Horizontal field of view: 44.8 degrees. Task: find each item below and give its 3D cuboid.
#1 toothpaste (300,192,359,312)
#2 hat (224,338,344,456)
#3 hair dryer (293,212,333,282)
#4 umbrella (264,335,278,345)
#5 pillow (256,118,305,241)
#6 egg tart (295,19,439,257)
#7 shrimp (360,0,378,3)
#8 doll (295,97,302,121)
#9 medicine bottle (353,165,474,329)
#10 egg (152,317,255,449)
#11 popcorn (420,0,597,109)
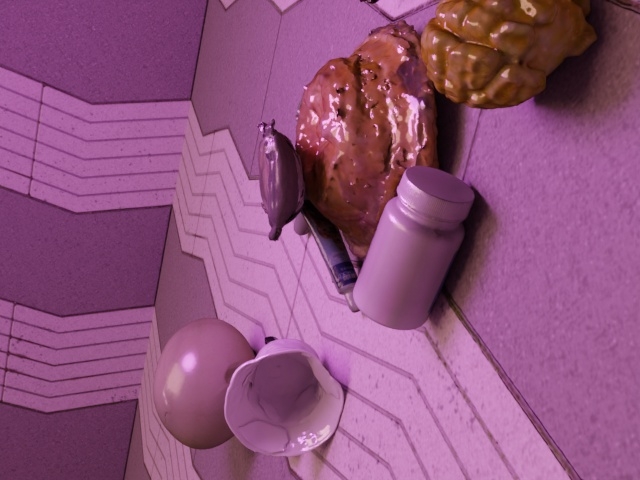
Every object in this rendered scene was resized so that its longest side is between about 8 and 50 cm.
[{"bbox_3d":[0.018,0.013,1.216,0.037,0.062,0.216,-45,61,50],"label":"toothpaste"},{"bbox_3d":[-0.059,0.239,1.270,0.126,0.203,0.203,-95,19,-69],"label":"hat"},{"bbox_3d":[-0.006,-0.003,1.381,0.167,0.068,0.199,135,124,-72],"label":"hair dryer"},{"bbox_3d":[-0.082,0.276,1.431,0.071,0.071,0.248,120,151,-46],"label":"umbrella"},{"bbox_3d":[-0.062,-0.100,1.162,0.255,0.059,0.169,-128,33,-77],"label":"pillow"},{"bbox_3d":[0.054,-0.146,1.117,0.352,0.150,0.351,-175,90,-72],"label":"egg tart"},{"bbox_3d":[0.179,-0.374,0.863,0.445,0.085,0.272,-30,41,51],"label":"shrimp"},{"bbox_3d":[0.004,-0.227,1.382,0.150,0.078,0.115,28,120,56],"label":"doll"},{"bbox_3d":[0.114,0.010,0.955,0.102,0.103,0.186,-114,37,-54],"label":"medicine bottle"},{"bbox_3d":[-0.237,0.295,1.617,0.219,0.219,0.269,141,127,-61],"label":"egg"},{"bbox_3d":[0.187,-0.206,0.783,0.173,0.174,0.142,-177,72,-69],"label":"popcorn"}]
